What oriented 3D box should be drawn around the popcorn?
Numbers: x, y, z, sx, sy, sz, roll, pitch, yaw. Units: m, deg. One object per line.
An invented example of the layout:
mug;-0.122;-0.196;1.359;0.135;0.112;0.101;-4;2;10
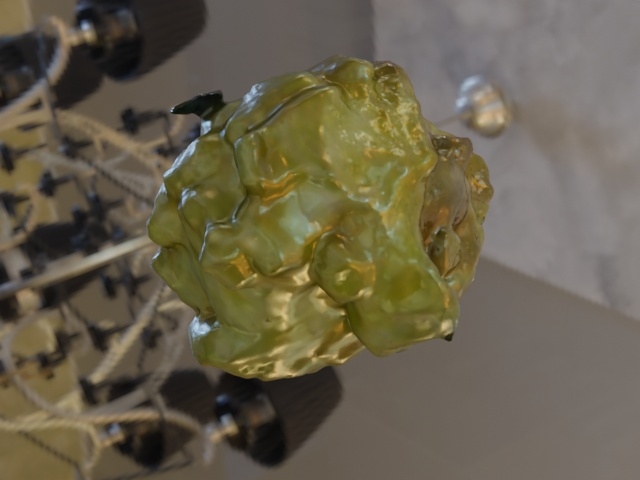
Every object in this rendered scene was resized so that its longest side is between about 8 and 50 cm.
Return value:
popcorn;-0.005;-0.010;0.699;0.173;0.173;0.142;-26;-110;54
